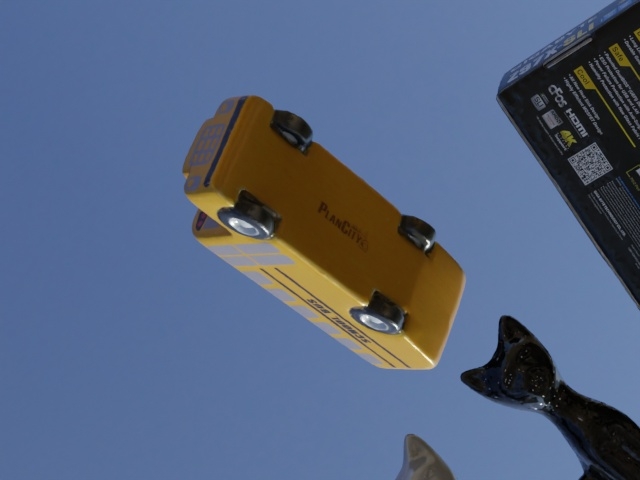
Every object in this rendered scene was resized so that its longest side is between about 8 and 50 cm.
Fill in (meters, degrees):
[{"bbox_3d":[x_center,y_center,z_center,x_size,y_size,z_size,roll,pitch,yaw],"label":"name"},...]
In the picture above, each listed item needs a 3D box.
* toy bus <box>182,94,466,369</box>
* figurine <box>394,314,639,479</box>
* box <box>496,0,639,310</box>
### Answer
[{"bbox_3d":[0.000,0.000,1.345,0.332,0.130,0.108,37,-115,-35],"label":"toy bus"},{"bbox_3d":[0.171,0.203,1.211,0.209,0.092,0.215,41,-101,0],"label":"figurine"},{"bbox_3d":[0.336,-0.065,1.180,0.322,0.257,0.079,54,-161,-8],"label":"box"}]
